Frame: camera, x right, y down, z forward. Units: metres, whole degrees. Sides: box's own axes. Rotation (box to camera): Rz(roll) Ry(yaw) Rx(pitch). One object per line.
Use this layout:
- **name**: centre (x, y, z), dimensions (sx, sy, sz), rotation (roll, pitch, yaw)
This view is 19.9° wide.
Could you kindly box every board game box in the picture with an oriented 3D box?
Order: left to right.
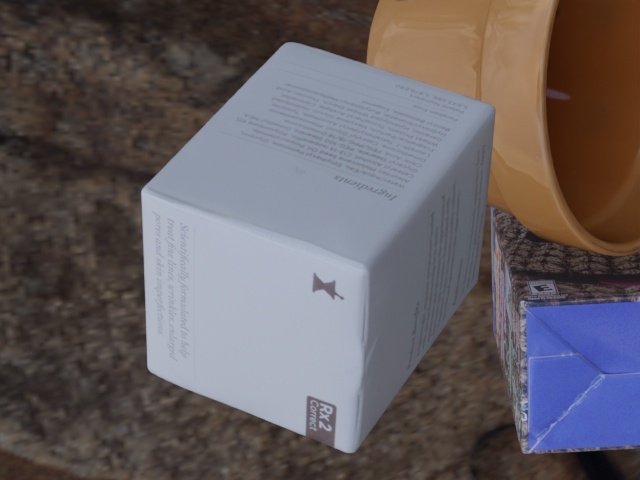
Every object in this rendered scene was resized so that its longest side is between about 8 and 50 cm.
- **board game box**: centre (0.281, 0.065, 1.643), dimensions (0.232, 0.291, 0.141), rotation (-3, 108, 1)

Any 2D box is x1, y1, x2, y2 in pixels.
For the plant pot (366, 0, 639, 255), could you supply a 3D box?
- **plant pot**: centre (0.174, -0.141, 1.497), dimensions (0.204, 0.291, 0.290), rotation (7, 97, 38)

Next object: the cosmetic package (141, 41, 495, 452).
- **cosmetic package**: centre (0.000, 0.000, 1.128), dimensions (0.151, 0.183, 0.151), rotation (20, 133, 20)
